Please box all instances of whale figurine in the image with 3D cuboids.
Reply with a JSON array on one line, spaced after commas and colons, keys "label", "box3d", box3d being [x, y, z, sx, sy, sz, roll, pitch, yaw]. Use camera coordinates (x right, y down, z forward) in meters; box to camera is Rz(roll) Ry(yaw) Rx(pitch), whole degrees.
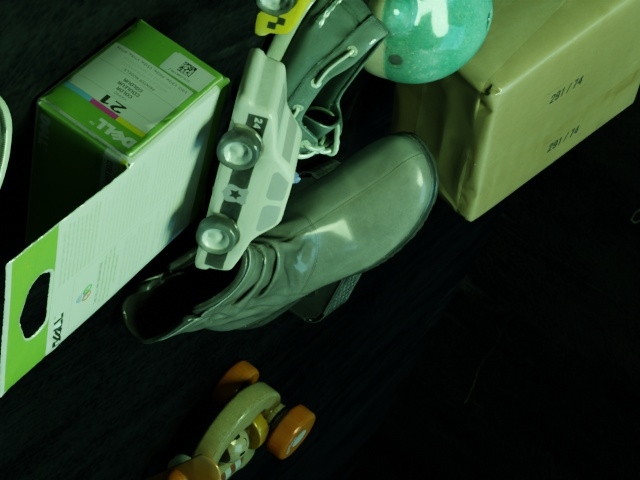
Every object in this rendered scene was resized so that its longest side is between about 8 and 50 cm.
[{"label": "whale figurine", "box3d": [0.118, -0.289, 1.585, 0.216, 0.141, 0.272, -62, 165, -45]}]

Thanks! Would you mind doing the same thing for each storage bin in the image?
[{"label": "storage bin", "box3d": [0.000, 0.000, 1.941, 0.180, 0.122, 0.084, -62, 167, 24]}]

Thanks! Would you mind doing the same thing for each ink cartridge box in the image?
[{"label": "ink cartridge box", "box3d": [-0.196, -0.028, 1.195, 0.255, 0.097, 0.188, -45, 164, -36]}]

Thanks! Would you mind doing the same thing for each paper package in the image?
[{"label": "paper package", "box3d": [0.257, -0.225, 1.895, 0.325, 0.168, 0.309, -37, 157, -21]}]

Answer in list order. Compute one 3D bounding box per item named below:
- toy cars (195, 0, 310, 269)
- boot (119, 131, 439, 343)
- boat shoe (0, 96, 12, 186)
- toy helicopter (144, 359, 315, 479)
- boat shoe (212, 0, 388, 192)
[{"label": "toy cars", "box3d": [-0.023, -0.159, 1.266, 0.176, 0.087, 0.393, 172, -68, -85]}, {"label": "boot", "box3d": [-0.038, 0.009, 1.601, 0.338, 0.118, 0.223, -41, 166, 21]}, {"label": "boat shoe", "box3d": [-0.280, -0.004, 0.966, 0.227, 0.081, 0.069, -55, 172, 7]}, {"label": "toy helicopter", "box3d": [-0.173, 0.353, 2.171, 0.355, 0.140, 0.235, -58, 166, 21]}, {"label": "boat shoe", "box3d": [-0.024, -0.126, 1.579, 0.116, 0.099, 0.319, -45, 165, -52]}]
